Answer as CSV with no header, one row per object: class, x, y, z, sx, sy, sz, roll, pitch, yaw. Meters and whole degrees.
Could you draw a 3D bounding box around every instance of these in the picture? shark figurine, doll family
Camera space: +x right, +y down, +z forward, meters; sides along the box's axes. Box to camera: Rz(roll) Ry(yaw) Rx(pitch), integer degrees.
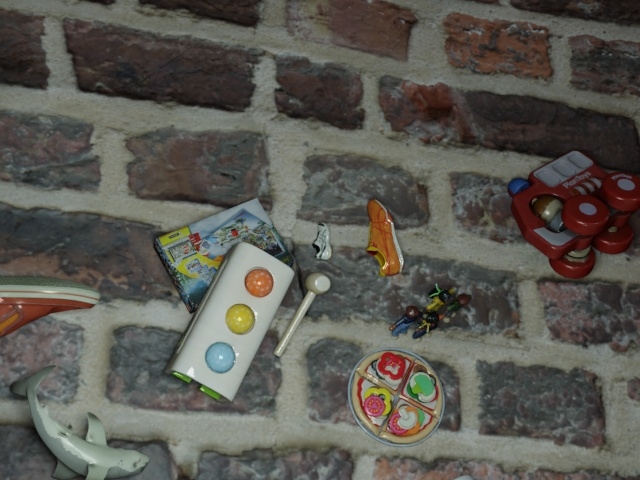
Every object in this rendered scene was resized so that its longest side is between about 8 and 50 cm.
shark figurine,-0.447,0.353,1.648,0.278,0.116,0.166,40,27,-3
doll family,0.221,0.146,1.928,0.193,0.111,0.076,-37,79,-27

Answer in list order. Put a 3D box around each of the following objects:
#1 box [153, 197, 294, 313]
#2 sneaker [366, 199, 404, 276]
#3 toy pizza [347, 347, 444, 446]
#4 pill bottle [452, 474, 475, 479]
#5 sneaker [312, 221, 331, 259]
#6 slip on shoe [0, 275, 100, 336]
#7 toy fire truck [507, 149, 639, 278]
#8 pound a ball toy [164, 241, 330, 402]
box,-0.191,0.028,1.905,0.233,0.044,0.159,-23,74,-25
sneaker,0.124,-0.008,2.006,0.067,0.064,0.175,-11,65,-10
toy pizza,0.152,0.303,1.878,0.201,0.032,0.201,7,63,-13
pill bottle,0.290,0.533,1.733,0.108,0.108,0.193,-23,54,-24
sneaker,0.000,0.000,1.982,0.037,0.032,0.083,-1,65,-17
slip on shoe,-0.566,0.122,1.727,0.331,0.123,0.101,-4,98,-23
toy fire truck,0.554,-0.076,2.124,0.302,0.169,0.254,-27,51,-26
pound a ball toy,-0.120,0.151,1.789,0.208,0.136,0.319,32,69,-13
